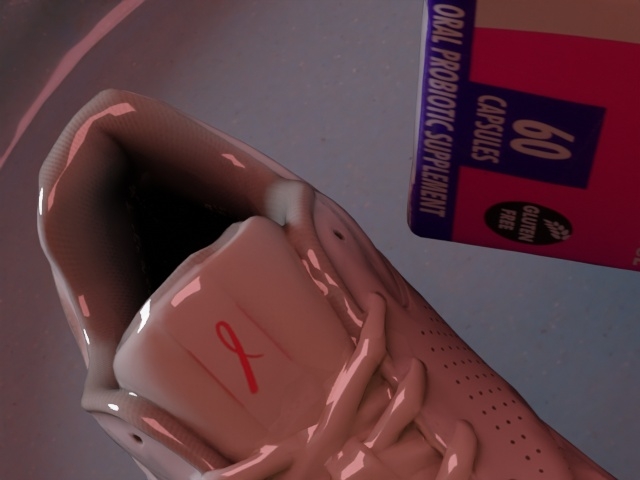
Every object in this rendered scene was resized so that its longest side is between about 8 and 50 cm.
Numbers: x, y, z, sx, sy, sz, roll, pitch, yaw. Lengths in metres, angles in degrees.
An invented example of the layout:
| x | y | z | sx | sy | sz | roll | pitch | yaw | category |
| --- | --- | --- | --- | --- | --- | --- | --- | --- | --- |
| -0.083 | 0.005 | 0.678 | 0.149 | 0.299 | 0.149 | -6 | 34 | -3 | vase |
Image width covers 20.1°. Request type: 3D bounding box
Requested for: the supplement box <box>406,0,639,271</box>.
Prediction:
| x | y | z | sx | sy | sz | roll | pitch | yaw | category |
| --- | --- | --- | --- | --- | --- | --- | --- | --- | --- |
| 0.134 | -0.055 | 0.362 | 0.220 | 0.111 | 0.114 | 8 | 64 | 5 | supplement box |

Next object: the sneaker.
| x | y | z | sx | sy | sz | roll | pitch | yaw | category |
| --- | --- | --- | --- | --- | --- | --- | --- | --- | --- |
| 0.006 | 0.051 | 0.357 | 0.090 | 0.115 | 0.232 | -46 | 52 | -3 | sneaker |

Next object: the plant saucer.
| x | y | z | sx | sy | sz | roll | pitch | yaw | category |
| --- | --- | --- | --- | --- | --- | --- | --- | --- | --- |
| 0.000 | 0.000 | 0.490 | 0.317 | 0.044 | 0.318 | -13 | 58 | 21 | plant saucer |
